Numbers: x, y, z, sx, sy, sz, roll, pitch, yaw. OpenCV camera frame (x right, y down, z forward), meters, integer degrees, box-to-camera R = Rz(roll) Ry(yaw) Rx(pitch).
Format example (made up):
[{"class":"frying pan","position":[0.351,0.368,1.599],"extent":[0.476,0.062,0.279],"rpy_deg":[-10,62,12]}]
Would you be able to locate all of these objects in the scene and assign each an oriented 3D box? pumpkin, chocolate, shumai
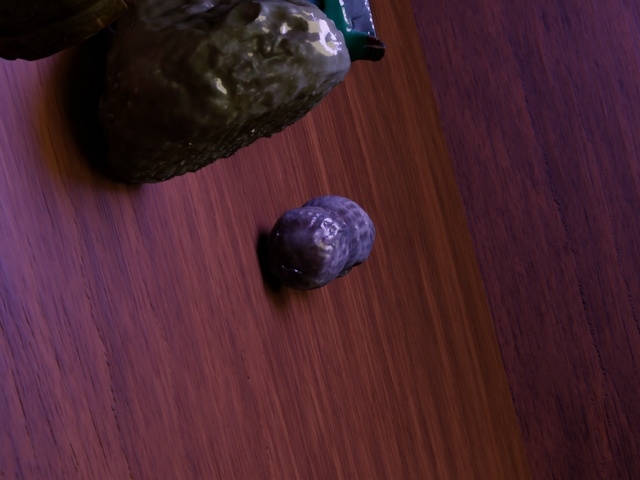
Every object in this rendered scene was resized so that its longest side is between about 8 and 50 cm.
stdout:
[{"class":"pumpkin","position":[-0.250,-0.244,1.313],"extent":[0.131,0.126,0.248],"rpy_deg":[54,6,-40]},{"class":"chocolate","position":[0.000,0.000,2.090],"extent":[0.248,0.110,0.110],"rpy_deg":[-22,98,-77]},{"class":"shumai","position":[-0.114,-0.186,1.568],"extent":[0.225,0.261,0.222],"rpy_deg":[-17,88,-44]}]

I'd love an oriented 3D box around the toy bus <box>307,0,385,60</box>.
[{"class":"toy bus","position":[-0.059,-0.354,1.987],"extent":[0.183,0.200,0.343],"rpy_deg":[-176,-108,-85]}]
